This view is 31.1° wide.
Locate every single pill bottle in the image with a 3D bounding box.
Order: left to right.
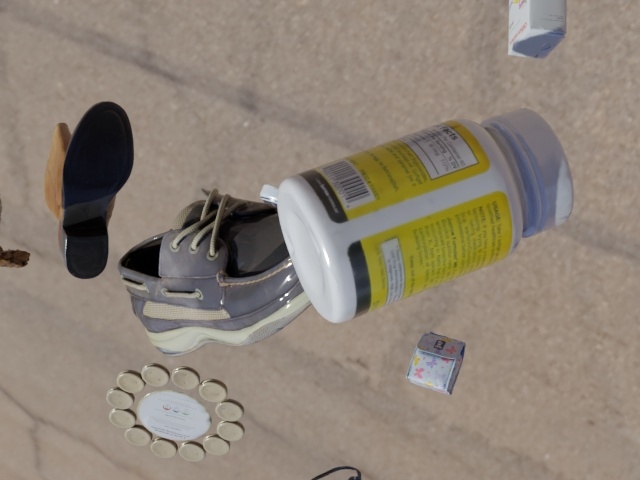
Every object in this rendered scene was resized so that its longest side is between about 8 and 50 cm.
[{"bbox_3d":[0.082,-0.025,0.894,0.119,0.208,0.119,160,90,-76],"label":"pill bottle"}]

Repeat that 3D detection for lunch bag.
[{"bbox_3d":[0.178,0.185,1.764,0.071,0.083,0.053,17,166,21],"label":"lunch bag"}]

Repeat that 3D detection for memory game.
[{"bbox_3d":[-0.187,0.224,1.489,0.186,0.012,0.186,4,131,5],"label":"memory game"}]

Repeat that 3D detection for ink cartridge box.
[{"bbox_3d":[0.276,-0.304,1.464,0.052,0.122,0.088,4,167,-7],"label":"ink cartridge box"}]

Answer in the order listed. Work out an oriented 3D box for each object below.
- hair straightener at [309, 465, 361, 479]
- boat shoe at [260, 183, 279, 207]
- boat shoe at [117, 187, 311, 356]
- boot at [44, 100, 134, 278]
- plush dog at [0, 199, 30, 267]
[{"bbox_3d":[-0.015,0.371,1.392,0.089,0.230,0.047,17,-165,-37],"label":"hair straightener"},{"bbox_3d":[0.000,0.000,2.225,0.301,0.102,0.108,33,175,-19],"label":"boat shoe"},{"bbox_3d":[-0.100,0.024,1.139,0.130,0.132,0.355,48,140,-16],"label":"boat shoe"},{"bbox_3d":[-0.347,-0.114,1.692,0.280,0.096,0.264,-126,38,-58],"label":"boot"},{"bbox_3d":[-0.476,-0.073,1.483,0.210,0.225,0.262,4,150,-14],"label":"plush dog"}]
